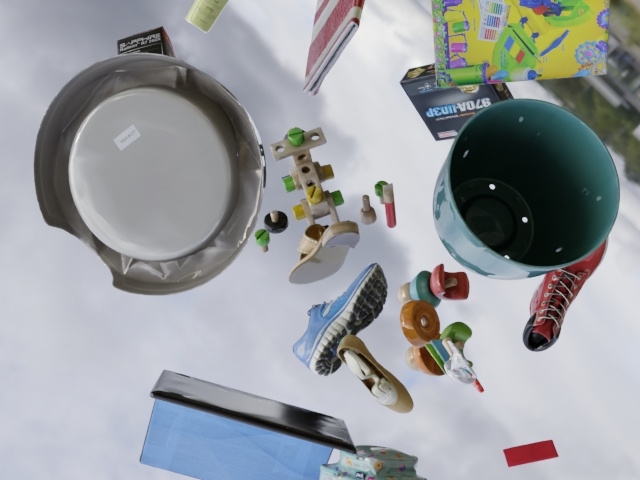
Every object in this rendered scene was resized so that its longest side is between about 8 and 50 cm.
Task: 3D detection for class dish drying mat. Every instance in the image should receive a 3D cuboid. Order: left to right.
[{"bbox_3d":[0.335,0.340,1.627,0.008,0.083,0.032,89,169,-52],"label":"dish drying mat"}]

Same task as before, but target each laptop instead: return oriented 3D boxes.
[{"bbox_3d":[-0.160,0.420,1.993,0.382,0.236,0.408,16,180,-4],"label":"laptop"}]

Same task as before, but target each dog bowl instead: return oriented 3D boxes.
[{"bbox_3d":[-0.238,-0.099,1.489,0.349,0.349,0.102,44,-166,2],"label":"dog bowl"}]

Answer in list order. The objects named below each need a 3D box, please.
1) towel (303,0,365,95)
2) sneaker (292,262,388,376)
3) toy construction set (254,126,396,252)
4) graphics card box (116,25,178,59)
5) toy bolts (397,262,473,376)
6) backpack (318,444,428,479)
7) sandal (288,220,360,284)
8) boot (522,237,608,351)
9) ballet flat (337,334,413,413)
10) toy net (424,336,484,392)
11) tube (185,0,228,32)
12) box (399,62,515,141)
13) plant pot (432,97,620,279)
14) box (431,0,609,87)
[{"bbox_3d":[0.043,-0.453,1.879,0.037,0.237,0.329,17,-121,-15],"label":"towel"},{"bbox_3d":[0.043,0.179,2.583,0.147,0.330,0.130,24,156,39],"label":"sneaker"},{"bbox_3d":[0.014,-0.130,2.286,0.237,0.309,0.257,81,-164,-51],"label":"toy construction set"},{"bbox_3d":[-0.250,-0.146,1.680,0.233,0.094,0.371,72,-177,-50],"label":"graphics card box"},{"bbox_3d":[0.209,0.163,2.183,0.218,0.158,0.228,26,-123,-35],"label":"toy bolts"},{"bbox_3d":[0.087,0.456,1.911,0.166,0.188,0.144,9,-103,-44],"label":"backpack"},{"bbox_3d":[0.006,0.000,1.850,0.088,0.240,0.079,3,-115,-23],"label":"sandal"},{"bbox_3d":[0.440,0.086,1.837,0.088,0.244,0.176,26,-144,7],"label":"boot"},{"bbox_3d":[0.120,0.322,2.366,0.232,0.080,0.073,47,-153,6],"label":"ballet flat"},{"bbox_3d":[0.235,0.224,1.755,0.122,0.045,0.232,56,-178,3],"label":"toy net"},{"bbox_3d":[-0.216,-0.578,2.264,0.062,0.240,0.070,37,-172,25],"label":"tube"},{"bbox_3d":[0.300,-0.304,2.183,0.175,0.220,0.051,54,-126,-29],"label":"box"},{"bbox_3d":[0.323,-0.063,1.747,0.293,0.293,0.235,45,161,4],"label":"plant pot"},{"bbox_3d":[0.315,-0.422,1.643,0.177,0.279,0.290,-83,-12,-53],"label":"box"}]
